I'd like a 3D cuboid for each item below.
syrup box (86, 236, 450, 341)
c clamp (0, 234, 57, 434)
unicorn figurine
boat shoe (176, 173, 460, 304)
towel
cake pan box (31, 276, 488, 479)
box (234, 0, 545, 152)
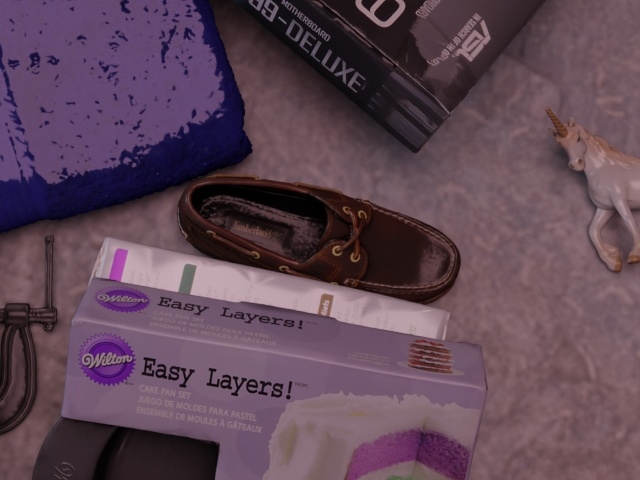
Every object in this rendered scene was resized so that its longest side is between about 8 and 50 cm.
[{"bbox_3d":[-0.041,0.072,0.979,0.237,0.093,0.096,13,77,-1],"label":"syrup box"},{"bbox_3d":[-0.261,0.072,1.005,0.161,0.022,0.137,-6,83,-7],"label":"c clamp"},{"bbox_3d":[0.231,-0.037,1.047,0.162,0.060,0.111,-4,76,-21],"label":"unicorn figurine"},{"bbox_3d":[0.000,0.000,1.011,0.207,0.073,0.073,10,73,-3],"label":"boat shoe"},{"bbox_3d":[-0.224,-0.119,1.022,0.308,0.076,0.227,-17,92,-8],"label":"towel"},{"bbox_3d":[-0.045,0.163,0.911,0.267,0.070,0.245,11,109,-1],"label":"cake pan box"},{"bbox_3d":[0.071,-0.249,1.027,0.242,0.076,0.307,41,64,1],"label":"box"}]
